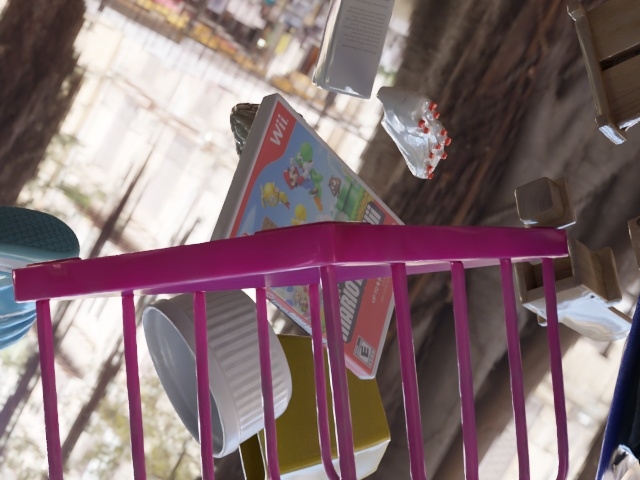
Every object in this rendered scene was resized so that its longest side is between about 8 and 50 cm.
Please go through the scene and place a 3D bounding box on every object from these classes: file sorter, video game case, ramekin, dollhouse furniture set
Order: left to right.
[{"bbox_3d":[-0.124,0.151,1.430,0.109,0.207,0.207,-25,-143,-24],"label":"ramekin"},{"bbox_3d":[0.000,0.000,1.302,0.025,0.204,0.285,-8,142,38],"label":"video game case"},{"bbox_3d":[0.006,0.092,0.677,0.202,0.182,0.291,-7,176,32],"label":"file sorter"},{"bbox_3d":[0.321,-0.118,1.068,0.174,0.303,0.355,28,-132,-48],"label":"dollhouse furniture set"}]

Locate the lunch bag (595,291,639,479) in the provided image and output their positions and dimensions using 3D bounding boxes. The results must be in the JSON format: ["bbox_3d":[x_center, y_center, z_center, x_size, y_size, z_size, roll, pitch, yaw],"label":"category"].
[{"bbox_3d":[0.297,0.064,0.652,0.239,0.328,0.385,0,-149,-5],"label":"lunch bag"}]

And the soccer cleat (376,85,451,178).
[{"bbox_3d":[0.121,-0.145,1.518,0.076,0.068,0.196,29,166,21],"label":"soccer cleat"}]

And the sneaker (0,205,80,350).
[{"bbox_3d":[-0.468,0.052,1.392,0.319,0.208,0.127,13,-148,-30],"label":"sneaker"}]

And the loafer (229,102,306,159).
[{"bbox_3d":[-0.060,-0.104,1.515,0.112,0.111,0.319,5,-161,-15],"label":"loafer"}]

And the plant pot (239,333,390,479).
[{"bbox_3d":[-0.016,0.255,1.653,0.187,0.212,0.212,-8,-120,-12],"label":"plant pot"}]

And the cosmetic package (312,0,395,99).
[{"bbox_3d":[0.057,-0.334,1.745,0.085,0.231,0.117,11,-169,-9],"label":"cosmetic package"}]
